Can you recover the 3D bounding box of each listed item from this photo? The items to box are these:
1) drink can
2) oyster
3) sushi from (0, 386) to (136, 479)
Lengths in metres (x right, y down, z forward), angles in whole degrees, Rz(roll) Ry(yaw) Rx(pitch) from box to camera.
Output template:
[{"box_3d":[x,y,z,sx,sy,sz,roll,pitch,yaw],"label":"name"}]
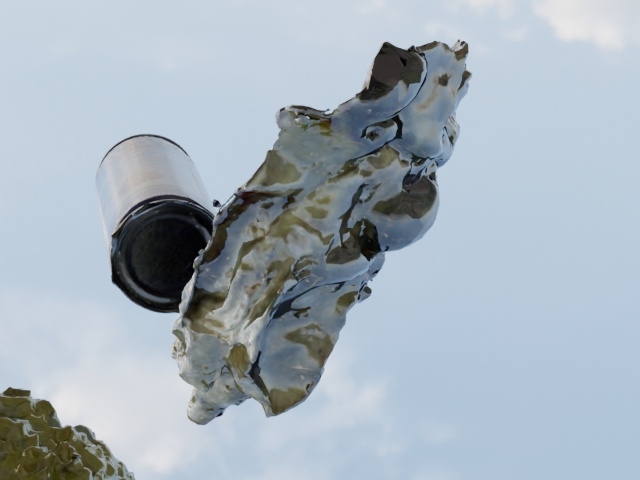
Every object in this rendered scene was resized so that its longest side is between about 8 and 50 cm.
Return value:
[{"box_3d":[-0.135,-0.019,1.347,0.097,0.097,0.235,5,-164,-12],"label":"drink can"},{"box_3d":[-0.008,0.008,1.121,0.096,0.361,0.221,48,-159,25],"label":"oyster"},{"box_3d":[-0.328,0.352,1.534,0.397,0.351,0.240,-27,-139,-13],"label":"sushi"}]
